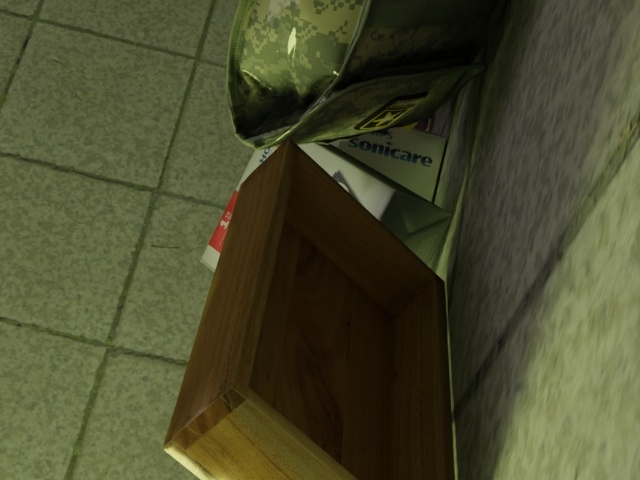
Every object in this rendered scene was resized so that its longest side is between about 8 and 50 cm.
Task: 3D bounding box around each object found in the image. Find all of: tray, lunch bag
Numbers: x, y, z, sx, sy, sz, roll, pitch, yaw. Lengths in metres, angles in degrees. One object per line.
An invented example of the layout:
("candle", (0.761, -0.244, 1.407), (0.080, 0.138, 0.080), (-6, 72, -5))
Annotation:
("tray", (0.007, 0.084, 0.967), (0.076, 0.203, 0.411), (-41, 17, 21))
("lunch bag", (0.051, -0.213, 1.162), (0.235, 0.169, 0.287), (-15, -49, -47))

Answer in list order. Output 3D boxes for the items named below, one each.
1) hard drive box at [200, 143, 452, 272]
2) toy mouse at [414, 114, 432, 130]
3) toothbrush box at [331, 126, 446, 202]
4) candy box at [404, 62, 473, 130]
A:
("hard drive box", (0.000, 0.000, 1.287), (0.232, 0.089, 0.181), (34, 100, 50))
("toy mouse", (0.116, -0.142, 1.634), (0.143, 0.031, 0.161), (-50, -1, -23))
("toothbrush box", (0.041, 0.022, 1.472), (0.216, 0.126, 0.295), (122, 161, -80))
("candy box", (0.130, -0.205, 1.445), (0.105, 0.027, 0.206), (-45, 15, 21))
